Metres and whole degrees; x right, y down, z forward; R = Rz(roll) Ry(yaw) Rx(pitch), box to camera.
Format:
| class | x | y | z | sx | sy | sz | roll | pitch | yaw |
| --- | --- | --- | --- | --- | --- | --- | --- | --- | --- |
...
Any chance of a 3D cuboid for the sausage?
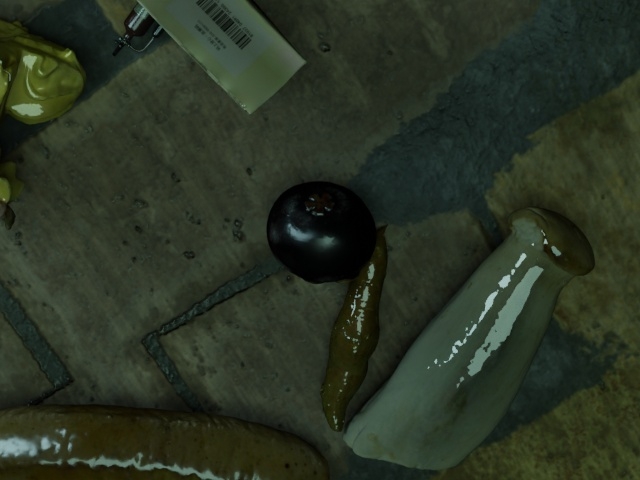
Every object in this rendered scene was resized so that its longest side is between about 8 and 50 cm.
| class | x | y | z | sx | sy | sz | roll | pitch | yaw |
| --- | --- | --- | --- | --- | --- | --- | --- | --- | --- |
| sausage | -0.236 | 0.277 | 1.801 | 0.501 | 0.123 | 0.136 | 6 | 136 | -3 |

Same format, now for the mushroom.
| class | x | y | z | sx | sy | sz | roll | pitch | yaw |
| --- | --- | --- | --- | --- | --- | --- | --- | --- | --- |
| mushroom | 0.199 | 0.142 | 1.761 | 0.154 | 0.137 | 0.407 | 37 | 110 | 2 |

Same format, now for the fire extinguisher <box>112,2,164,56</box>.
| class | x | y | z | sx | sy | sz | roll | pitch | yaw |
| --- | --- | --- | --- | --- | --- | --- | --- | --- | --- |
| fire extinguisher | -0.187 | -0.287 | 1.670 | 0.173 | 0.035 | 0.049 | -51 | 140 | 13 |

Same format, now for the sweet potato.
| class | x | y | z | sx | sy | sz | roll | pitch | yaw |
| --- | --- | --- | --- | --- | --- | --- | --- | --- | --- |
| sweet potato | 0.046 | 0.112 | 1.781 | 0.067 | 0.067 | 0.273 | 13 | 102 | -5 |

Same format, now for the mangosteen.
| class | x | y | z | sx | sy | sz | roll | pitch | yaw |
| --- | --- | --- | --- | --- | --- | --- | --- | --- | --- |
| mangosteen | 0.000 | 0.000 | 1.721 | 0.137 | 0.137 | 0.151 | 3 | 140 | -2 |

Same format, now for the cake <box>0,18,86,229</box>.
| class | x | y | z | sx | sy | sz | roll | pitch | yaw |
| --- | --- | --- | --- | --- | --- | --- | --- | --- | --- |
| cake | -0.435 | -0.158 | 1.604 | 0.286 | 0.222 | 0.227 | 23 | 107 | -9 |

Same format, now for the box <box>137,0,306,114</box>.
| class | x | y | z | sx | sy | sz | roll | pitch | yaw |
| --- | --- | --- | --- | --- | --- | --- | --- | --- | --- |
| box | -0.133 | -0.263 | 1.577 | 0.095 | 0.168 | 0.212 | -42 | 119 | 7 |
